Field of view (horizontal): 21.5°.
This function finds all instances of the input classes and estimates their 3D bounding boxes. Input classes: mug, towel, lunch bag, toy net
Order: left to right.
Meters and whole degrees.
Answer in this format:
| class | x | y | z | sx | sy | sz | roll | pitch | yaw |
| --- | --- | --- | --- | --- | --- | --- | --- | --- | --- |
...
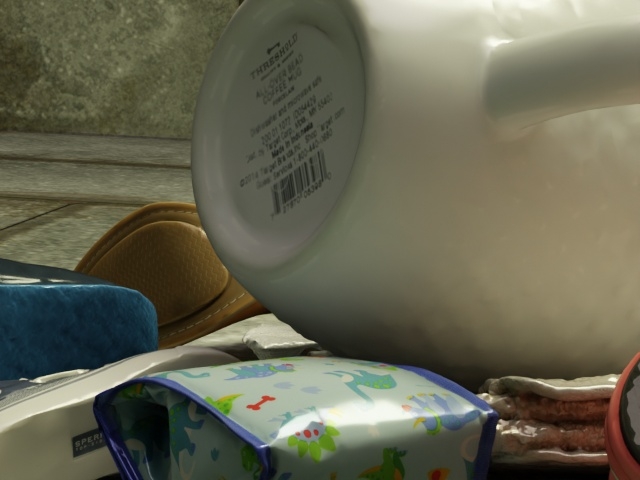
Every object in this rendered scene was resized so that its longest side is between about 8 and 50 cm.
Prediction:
| class | x | y | z | sx | sy | sz | roll | pitch | yaw |
| --- | --- | --- | --- | --- | --- | --- | --- | --- | --- |
| lunch bag | -0.016 | 0.096 | 0.768 | 0.129 | 0.096 | 0.151 | -3 | 20 | -34 |
| toy net | 0.049 | 0.075 | 1.145 | 0.122 | 0.045 | 0.232 | 12 | 14 | 44 |
| mug | 0.135 | -0.051 | 0.931 | 0.328 | 0.276 | 0.374 | 9 | -16 | -36 |
| towel | 0.199 | 0.095 | 0.845 | 0.282 | 0.049 | 0.187 | 2 | -9 | -5 |

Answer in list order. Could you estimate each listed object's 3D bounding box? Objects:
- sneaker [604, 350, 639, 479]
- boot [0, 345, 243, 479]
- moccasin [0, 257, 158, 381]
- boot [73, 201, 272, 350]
| class | x | y | z | sx | sy | sz | roll | pitch | yaw |
| --- | --- | --- | --- | --- | --- | --- | --- | --- | --- |
| sneaker | 0.265 | 0.095 | 0.709 | 0.314 | 0.136 | 0.116 | -1 | 49 | -5 |
| boot | -0.127 | 0.088 | 0.882 | 0.086 | 0.069 | 0.190 | 13 | 15 | 42 |
| moccasin | -0.248 | 0.065 | 0.918 | 0.117 | 0.138 | 0.342 | 4 | -7 | 46 |
| boot | -0.028 | 0.023 | 1.229 | 0.283 | 0.109 | 0.220 | -33 | -25 | 11 |
